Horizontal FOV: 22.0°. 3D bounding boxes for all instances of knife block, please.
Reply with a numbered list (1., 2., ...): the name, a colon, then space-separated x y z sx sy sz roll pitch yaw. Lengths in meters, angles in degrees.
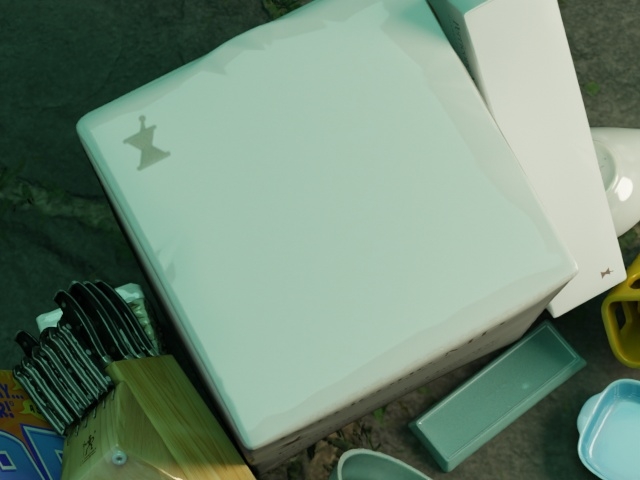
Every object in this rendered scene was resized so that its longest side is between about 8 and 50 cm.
1. knife block: -0.159 0.166 1.544 0.088 0.275 0.242 -43 27 25

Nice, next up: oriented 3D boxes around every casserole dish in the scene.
1. casserole dish: 0.349 0.219 1.677 0.188 0.037 0.114 26 72 15

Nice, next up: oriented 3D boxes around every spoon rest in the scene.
1. spoon rest: 0.349 -0.092 1.792 0.276 0.084 0.137 -29 67 7

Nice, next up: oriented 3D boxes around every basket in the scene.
1. basket: -0.211 0.126 1.688 0.113 0.167 0.103 -20 72 -4

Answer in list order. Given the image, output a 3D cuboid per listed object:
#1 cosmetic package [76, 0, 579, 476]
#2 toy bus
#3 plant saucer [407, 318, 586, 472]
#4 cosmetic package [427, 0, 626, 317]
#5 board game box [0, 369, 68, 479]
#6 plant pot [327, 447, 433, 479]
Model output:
1. cosmetic package: 0.000 0.000 1.571 0.329 0.394 0.327 -27 80 -6
2. toy bus: 0.366 0.047 1.705 0.104 0.202 0.191 -2 72 36
3. plant saucer: 0.185 0.159 1.724 0.192 0.018 0.067 -36 70 -11
4. cosmetic package: 0.158 -0.148 1.610 0.097 0.377 0.284 -29 39 -8
5. board game box: -0.365 0.355 1.440 0.356 0.356 0.356 -42 69 15
6. plant pot: 0.070 0.366 1.529 0.293 0.293 0.196 44 104 18
